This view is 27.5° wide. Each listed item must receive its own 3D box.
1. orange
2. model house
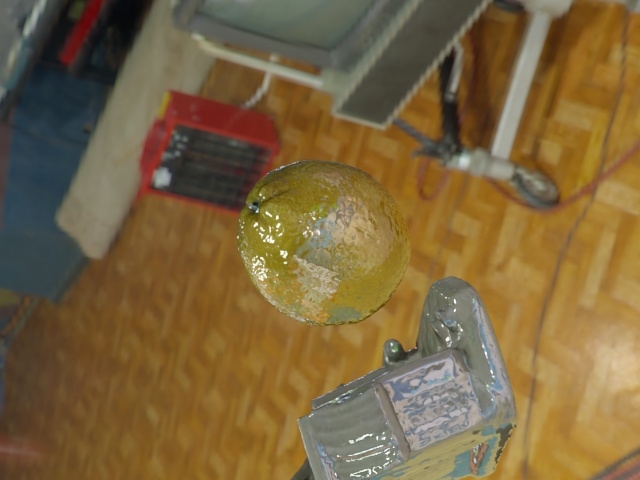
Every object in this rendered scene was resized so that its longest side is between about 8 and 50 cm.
[{"bbox_3d":[0.000,0.000,0.676,0.085,0.095,0.085,-36,37,34],"label":"orange"},{"bbox_3d":[0.047,0.141,0.953,0.122,0.188,0.229,54,163,21],"label":"model house"}]
